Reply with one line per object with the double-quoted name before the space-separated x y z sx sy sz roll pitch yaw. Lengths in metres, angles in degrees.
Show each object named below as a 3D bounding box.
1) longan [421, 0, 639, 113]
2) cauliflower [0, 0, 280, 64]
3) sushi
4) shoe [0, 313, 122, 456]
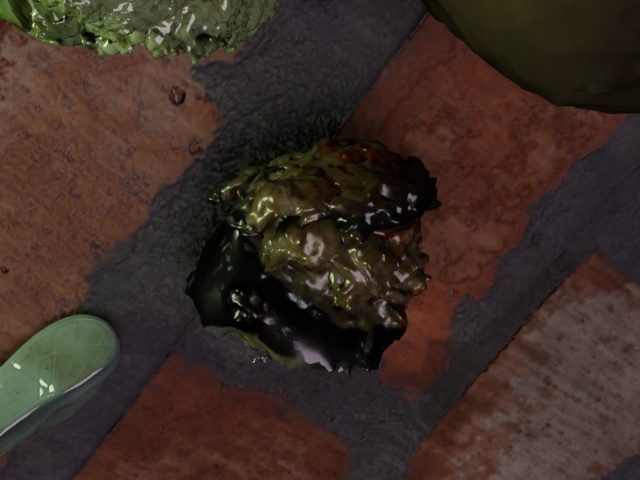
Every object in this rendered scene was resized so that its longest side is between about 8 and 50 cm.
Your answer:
"longan" 0.263 -0.290 1.073 0.404 0.436 0.404 1 89 -28
"cauliflower" -0.178 -0.235 1.112 0.250 0.272 0.275 -31 110 37
"sushi" 0.001 -0.005 1.278 0.225 0.238 0.218 12 119 -9
"shoe" -0.281 0.153 1.370 0.195 0.079 0.078 -37 156 -5
